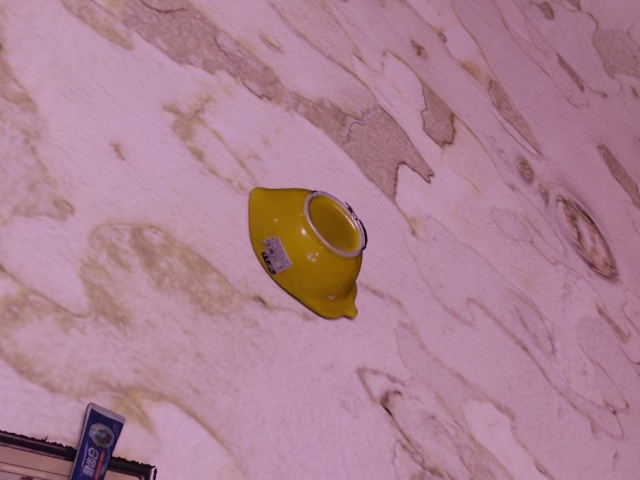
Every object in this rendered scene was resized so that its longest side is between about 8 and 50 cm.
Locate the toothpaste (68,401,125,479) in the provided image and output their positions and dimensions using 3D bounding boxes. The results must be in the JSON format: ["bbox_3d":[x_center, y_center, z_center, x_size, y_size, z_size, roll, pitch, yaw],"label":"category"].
[{"bbox_3d":[-0.189,0.192,0.601,0.037,0.021,0.139,34,34,-23],"label":"toothpaste"}]

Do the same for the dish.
[{"bbox_3d":[0.000,0.000,0.924,0.207,0.080,0.149,49,38,-3],"label":"dish"}]

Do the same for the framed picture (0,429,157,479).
[{"bbox_3d":[-0.216,0.241,0.557,0.195,0.010,0.199,26,45,-31],"label":"framed picture"}]
